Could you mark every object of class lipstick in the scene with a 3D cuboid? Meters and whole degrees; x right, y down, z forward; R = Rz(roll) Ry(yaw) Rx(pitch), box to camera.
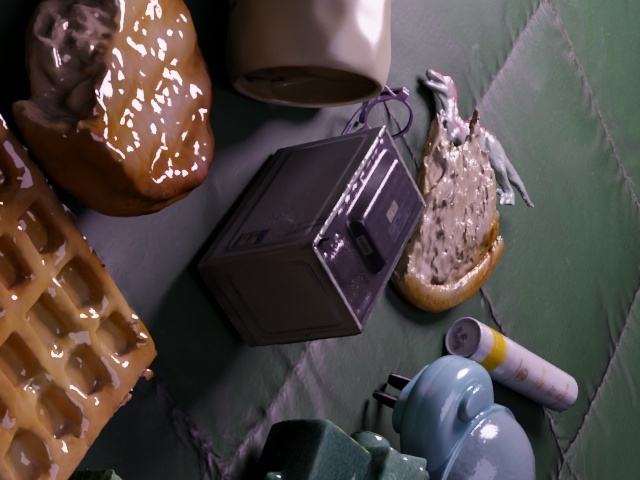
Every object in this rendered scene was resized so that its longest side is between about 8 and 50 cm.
[{"bbox_3d":[0.259,0.168,1.599,0.264,0.059,0.059,31,61,-46],"label":"lipstick"}]

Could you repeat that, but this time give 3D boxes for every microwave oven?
[{"bbox_3d":[0.000,0.000,1.222,0.129,0.163,0.205,61,40,-28],"label":"microwave oven"}]

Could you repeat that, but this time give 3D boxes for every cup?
[{"bbox_3d":[0.015,-0.249,1.270,0.255,0.173,0.202,12,77,-49],"label":"cup"}]

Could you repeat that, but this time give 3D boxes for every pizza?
[{"bbox_3d":[0.172,-0.037,1.496,0.181,0.034,0.262,10,89,-42],"label":"pizza"}]

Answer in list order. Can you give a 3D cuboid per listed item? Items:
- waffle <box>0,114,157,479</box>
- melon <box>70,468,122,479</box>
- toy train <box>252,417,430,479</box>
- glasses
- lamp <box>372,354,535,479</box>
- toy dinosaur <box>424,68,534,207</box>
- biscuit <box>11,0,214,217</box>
[{"bbox_3d":[-0.278,0.043,0.922,0.327,0.098,0.224,60,45,-29],"label":"waffle"},{"bbox_3d":[-0.180,0.324,1.051,0.114,0.053,0.261,-3,90,-70],"label":"melon"},{"bbox_3d":[-0.011,0.320,1.179,0.178,0.138,0.330,43,52,-33],"label":"toy train"},{"bbox_3d":[0.048,-0.141,1.367,0.062,0.140,0.104,33,28,-24],"label":"glasses"},{"bbox_3d":[0.162,0.265,1.390,0.209,0.147,0.284,-40,114,-44],"label":"lamp"},{"bbox_3d":[0.218,-0.115,1.594,0.242,0.053,0.167,16,69,-41],"label":"toy dinosaur"},{"bbox_3d":[-0.175,-0.134,1.056,0.213,0.091,0.274,55,27,-42],"label":"biscuit"}]
